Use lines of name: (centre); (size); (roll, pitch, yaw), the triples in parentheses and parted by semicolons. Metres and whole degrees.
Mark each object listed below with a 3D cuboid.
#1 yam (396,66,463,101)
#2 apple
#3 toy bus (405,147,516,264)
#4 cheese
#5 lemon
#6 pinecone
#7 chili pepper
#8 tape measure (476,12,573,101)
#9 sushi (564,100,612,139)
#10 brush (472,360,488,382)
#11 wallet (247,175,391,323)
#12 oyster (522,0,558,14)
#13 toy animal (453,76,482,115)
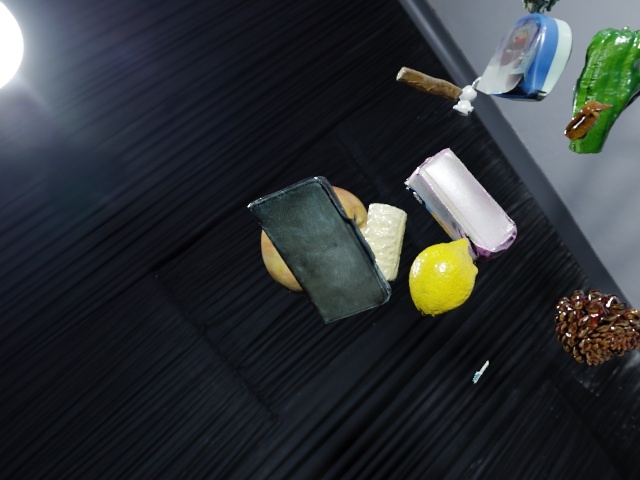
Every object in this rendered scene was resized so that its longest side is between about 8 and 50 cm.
yam: (0.363, -0.512, 1.381); (0.241, 0.057, 0.057); (12, 173, -19)
apple: (0.000, 0.000, 1.394); (0.346, 0.391, 0.391); (-2, 130, 37)
toy bus: (0.448, -0.103, 1.326); (0.386, 0.171, 0.162); (53, -176, 11)
cheese: (0.137, 0.008, 0.957); (0.094, 0.167, 0.123); (9, 175, 26)
lemon: (0.128, 0.037, 0.439); (0.065, 0.092, 0.065); (30, 180, 0)
pinecone: (0.768, 0.234, 1.180); (0.221, 0.221, 0.221); (44, 161, 19)
chili pepper: (0.915, -0.464, 1.316); (0.167, 0.213, 0.385); (-129, 39, -59)
tape measure: (0.662, -0.572, 1.339); (0.138, 0.262, 0.259); (17, -162, -14)
sushi: (0.592, -0.268, 0.941); (0.052, 0.055, 0.120); (51, 162, 23)
brush: (0.475, 0.389, 1.245); (0.013, 0.016, 0.083); (28, 118, 12)
wallet: (0.009, 0.026, 0.815); (0.318, 0.172, 0.045); (58, -157, -26)
oyster: (0.698, -0.810, 1.313); (0.112, 0.198, 0.268); (17, 180, 9)
toy animal: (0.712, -0.680, 1.971); (0.127, 0.181, 0.131); (30, -166, 40)
